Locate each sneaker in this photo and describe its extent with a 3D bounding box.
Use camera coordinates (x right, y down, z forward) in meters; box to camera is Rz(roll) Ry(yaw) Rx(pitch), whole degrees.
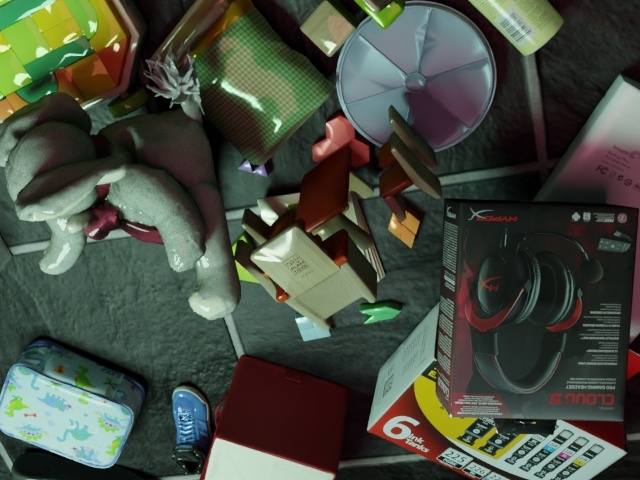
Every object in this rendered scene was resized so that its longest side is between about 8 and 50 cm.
[{"bbox_3d":[-0.217,0.320,1.364,0.058,0.084,0.152,-2,119,9],"label":"sneaker"},{"bbox_3d":[-0.421,0.475,1.481,0.270,0.090,0.145,14,122,4],"label":"sneaker"}]

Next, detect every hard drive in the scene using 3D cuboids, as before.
[{"bbox_3d":[0.401,-0.018,1.110,0.233,0.047,0.353,24,120,-6],"label":"hard drive"}]

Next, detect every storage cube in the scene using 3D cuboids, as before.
[{"bbox_3d":[-0.075,0.328,1.289,0.215,0.193,0.183,19,120,-2],"label":"storage cube"}]

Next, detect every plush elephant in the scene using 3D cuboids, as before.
[{"bbox_3d":[-0.258,-0.059,1.003,0.255,0.272,0.330,-13,122,-15],"label":"plush elephant"}]

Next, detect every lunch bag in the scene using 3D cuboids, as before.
[{"bbox_3d":[-0.414,0.274,1.361,0.219,0.090,0.176,23,119,-6],"label":"lunch bag"}]

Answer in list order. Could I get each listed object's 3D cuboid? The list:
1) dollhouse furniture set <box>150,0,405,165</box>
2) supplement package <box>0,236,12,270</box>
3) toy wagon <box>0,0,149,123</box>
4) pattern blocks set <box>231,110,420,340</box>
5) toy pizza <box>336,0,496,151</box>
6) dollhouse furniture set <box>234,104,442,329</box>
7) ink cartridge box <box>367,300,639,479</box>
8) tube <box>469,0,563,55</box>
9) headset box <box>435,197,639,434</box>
[{"bbox_3d":[-0.074,-0.227,0.972,0.197,0.151,0.301,44,117,-5],"label":"dollhouse furniture set"},{"bbox_3d":[-0.548,0.038,1.190,0.105,0.179,0.105,-13,117,15],"label":"supplement package"},{"bbox_3d":[-0.396,-0.247,1.070,0.344,0.068,0.267,-21,115,18],"label":"toy wagon"},{"bbox_3d":[0.000,0.000,1.185,0.285,0.026,0.324,-22,115,19],"label":"pattern blocks set"},{"bbox_3d":[0.121,-0.205,1.047,0.201,0.032,0.201,4,120,7],"label":"toy pizza"},{"bbox_3d":[0.001,-0.031,1.003,0.262,0.259,0.135,-33,117,24],"label":"dollhouse furniture set"},{"bbox_3d":[0.270,0.225,1.192,0.309,0.130,0.272,26,132,-7],"label":"ink cartridge box"},{"bbox_3d":[0.183,-0.322,0.961,0.240,0.062,0.070,42,73,-11],"label":"tube"},{"bbox_3d":[0.262,0.097,1.029,0.218,0.110,0.293,2,96,-2],"label":"headset box"}]
